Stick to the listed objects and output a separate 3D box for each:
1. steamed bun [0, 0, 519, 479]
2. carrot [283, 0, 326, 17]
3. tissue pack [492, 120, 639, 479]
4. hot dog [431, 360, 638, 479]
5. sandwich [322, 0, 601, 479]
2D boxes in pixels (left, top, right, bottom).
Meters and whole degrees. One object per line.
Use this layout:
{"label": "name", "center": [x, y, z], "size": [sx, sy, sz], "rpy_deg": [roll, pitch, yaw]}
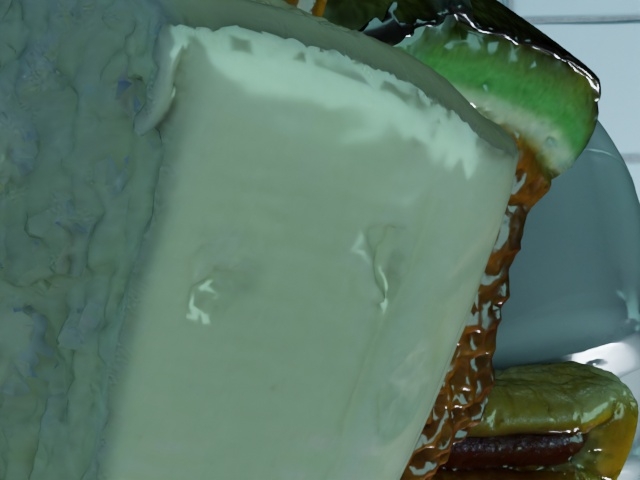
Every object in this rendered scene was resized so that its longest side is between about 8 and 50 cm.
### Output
{"label": "steamed bun", "center": [-0.061, 0.024, 0.624], "size": [0.200, 0.170, 0.225], "rpy_deg": [10, 102, -47]}
{"label": "carrot", "center": [-0.028, -0.037, 0.724], "size": [0.043, 0.043, 0.248], "rpy_deg": [5, 96, -80]}
{"label": "tissue pack", "center": [0.104, 0.039, 1.295], "size": [0.333, 0.229, 0.236], "rpy_deg": [76, 0, -60]}
{"label": "hot dog", "center": [0.072, 0.112, 1.087], "size": [0.073, 0.242, 0.084], "rpy_deg": [-137, -126, -68]}
{"label": "sandwich", "center": [0.000, 0.000, 0.965], "size": [0.250, 0.162, 0.301], "rpy_deg": [-3, 113, -46]}
